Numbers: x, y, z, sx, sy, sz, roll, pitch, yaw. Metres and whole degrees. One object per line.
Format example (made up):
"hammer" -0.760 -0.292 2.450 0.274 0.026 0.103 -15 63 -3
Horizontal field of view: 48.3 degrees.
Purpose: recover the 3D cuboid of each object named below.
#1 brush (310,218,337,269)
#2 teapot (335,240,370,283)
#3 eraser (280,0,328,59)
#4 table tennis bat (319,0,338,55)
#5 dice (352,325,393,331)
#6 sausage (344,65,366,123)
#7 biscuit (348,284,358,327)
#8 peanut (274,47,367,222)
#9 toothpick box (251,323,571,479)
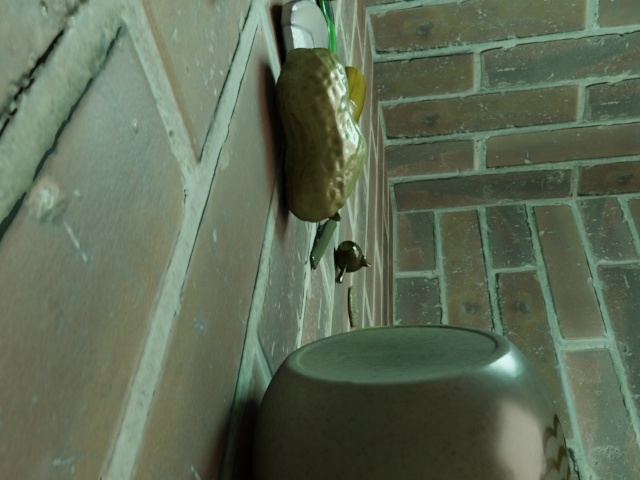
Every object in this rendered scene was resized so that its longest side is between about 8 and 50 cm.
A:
"brush" 0.000 0.000 1.507 0.190 0.027 0.034 -65 147 -56
"teapot" 0.071 0.057 1.753 0.110 0.084 0.080 -59 147 -39
"eraser" -0.029 -0.375 1.381 0.243 0.059 0.204 -71 155 -59
"table tennis bat" 0.018 -0.564 1.820 0.160 0.039 0.257 48 37 -71
"dice" 0.140 0.316 1.750 0.166 0.169 0.169 -67 150 -71
"sausage" 0.048 -0.312 1.683 0.328 0.112 0.112 -75 159 -55
"biscuit" 0.092 0.183 1.984 0.120 0.015 0.120 -3 90 -80
"peanut" 0.001 -0.179 1.219 0.159 0.142 0.292 -22 110 -55
"toothpick box" 0.109 0.345 0.913 0.409 0.408 0.426 -32 116 -79
